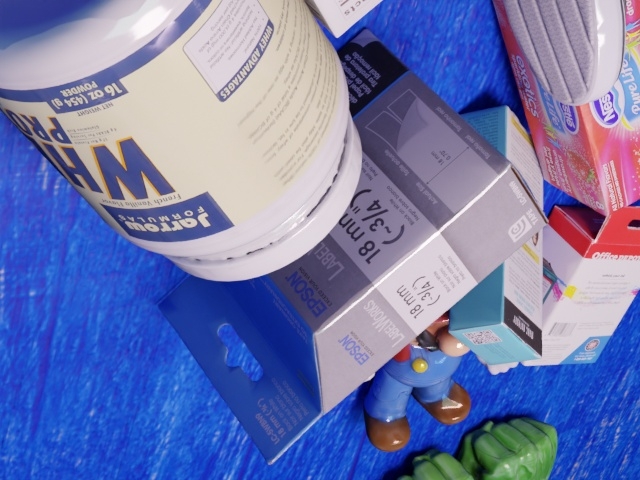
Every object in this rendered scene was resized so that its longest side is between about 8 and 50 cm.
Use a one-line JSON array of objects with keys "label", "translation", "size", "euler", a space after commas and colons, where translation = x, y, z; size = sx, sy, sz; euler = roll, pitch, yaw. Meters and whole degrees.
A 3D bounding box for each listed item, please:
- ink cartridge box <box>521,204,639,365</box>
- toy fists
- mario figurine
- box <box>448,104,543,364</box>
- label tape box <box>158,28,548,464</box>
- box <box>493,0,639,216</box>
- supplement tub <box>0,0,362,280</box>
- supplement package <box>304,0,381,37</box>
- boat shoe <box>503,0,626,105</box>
[{"label": "ink cartridge box", "translation": [0.314, 0.037, 1.714], "size": [0.134, 0.078, 0.231], "euler": [2, 124, -40]}, {"label": "toy fists", "translation": [0.188, 0.313, 1.856], "size": [0.279, 0.096, 0.142], "euler": [-21, 146, -24]}, {"label": "mario figurine", "translation": [0.121, 0.125, 1.569], "size": [0.320, 0.170, 0.198], "euler": [90, 26, -50]}, {"label": "box", "translation": [0.180, -0.005, 1.462], "size": [0.060, 0.244, 0.100], "euler": [-10, 150, 29]}, {"label": "label tape box", "translation": [0.000, 0.000, 1.314], "size": [0.334, 0.240, 0.106], "euler": [-41, 140, 1]}, {"label": "box", "translation": [0.273, -0.170, 1.418], "size": [0.128, 0.122, 0.257], "euler": [-29, 122, -12]}, {"label": "supplement tub", "translation": [-0.118, -0.134, 1.109], "size": [0.235, 0.235, 0.325], "euler": [-39, 139, -2]}, {"label": "supplement package", "translation": [-0.015, -0.302, 1.115], "size": [0.139, 0.134, 0.244], "euler": [-38, 139, -3]}, {"label": "boat shoe", "translation": [0.222, -0.288, 1.234], "size": [0.119, 0.121, 0.335], "euler": [-19, 104, -31]}]
